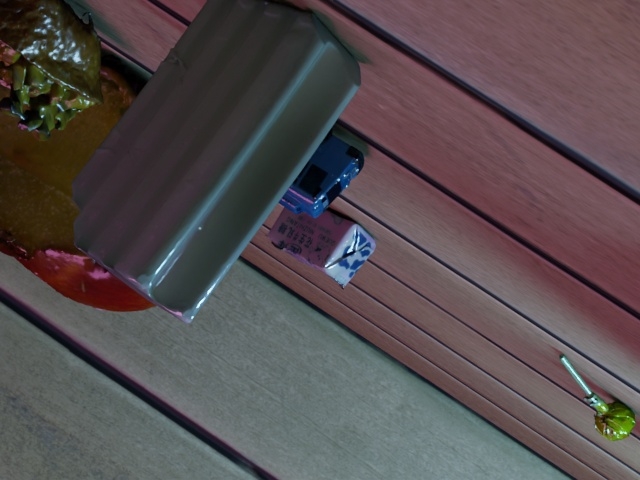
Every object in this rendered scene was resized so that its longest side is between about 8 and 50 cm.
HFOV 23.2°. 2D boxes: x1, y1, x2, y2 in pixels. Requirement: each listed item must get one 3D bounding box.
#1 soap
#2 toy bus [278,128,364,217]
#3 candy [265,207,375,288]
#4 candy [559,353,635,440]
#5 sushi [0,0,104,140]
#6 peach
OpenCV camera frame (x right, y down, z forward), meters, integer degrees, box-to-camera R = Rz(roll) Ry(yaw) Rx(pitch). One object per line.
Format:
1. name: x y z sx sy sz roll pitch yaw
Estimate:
1. soap: -0.102 -0.084 1.418 0.173 0.289 0.095 26 167 48
2. toy bus: -0.049 -0.107 1.777 0.185 0.106 0.090 33 171 8
3. candy: 0.000 0.000 2.358 0.160 0.092 0.073 29 173 46
4. candy: 0.398 0.226 2.277 0.062 0.058 0.194 -21 127 31
5. sushi: -0.389 -0.257 2.046 0.167 0.179 0.296 37 174 24
6. peach: -0.340 -0.086 2.337 0.416 0.339 0.353 40 172 -9
